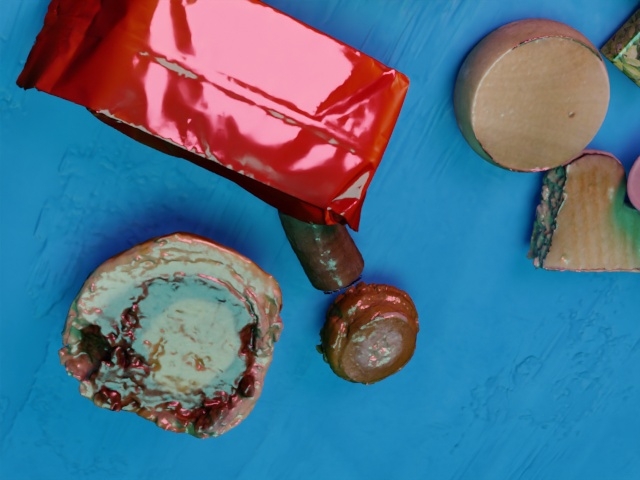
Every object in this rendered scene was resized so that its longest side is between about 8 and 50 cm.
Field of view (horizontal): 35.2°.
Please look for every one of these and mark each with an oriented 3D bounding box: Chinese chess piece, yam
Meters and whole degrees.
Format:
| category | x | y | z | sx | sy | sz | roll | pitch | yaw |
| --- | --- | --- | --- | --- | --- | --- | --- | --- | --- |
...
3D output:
| category | x | y | z | sx | sy | sz | roll | pitch | yaw |
| --- | --- | --- | --- | --- | --- | --- | --- | --- | --- |
| Chinese chess piece | 0.255 | -0.175 | 1.227 | 0.188 | 0.083 | 0.188 | -5 | 118 | -9 |
| yam | 0.001 | -0.002 | 1.284 | 0.084 | 0.084 | 0.127 | -22 | 118 | 3 |

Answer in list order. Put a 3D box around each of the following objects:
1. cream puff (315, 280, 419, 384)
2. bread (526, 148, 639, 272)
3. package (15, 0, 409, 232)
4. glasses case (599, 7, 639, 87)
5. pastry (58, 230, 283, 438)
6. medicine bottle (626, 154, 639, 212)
| category | x | y | z | sx | sy | sz | roll | pitch | yaw |
| --- | --- | --- | --- | --- | --- | --- | --- | --- | --- |
| cream puff | 0.065 | 0.119 | 1.353 | 0.126 | 0.103 | 0.144 | 29 | 112 | -29 |
| bread | 0.349 | -0.018 | 1.337 | 0.172 | 0.064 | 0.232 | -43 | 120 | 2 |
| package | -0.097 | -0.164 | 1.114 | 0.423 | 0.123 | 0.196 | 24 | 84 | -21 |
| glasses case | 0.462 | -0.298 | 1.199 | 0.095 | 0.062 | 0.272 | 36 | 109 | -20 |
| pastry | -0.182 | 0.102 | 1.273 | 0.256 | 0.170 | 0.237 | 21 | 94 | -11 |
| medicine bottle | 0.510 | -0.022 | 1.303 | 0.143 | 0.143 | 0.258 | -42 | 126 | 15 |
